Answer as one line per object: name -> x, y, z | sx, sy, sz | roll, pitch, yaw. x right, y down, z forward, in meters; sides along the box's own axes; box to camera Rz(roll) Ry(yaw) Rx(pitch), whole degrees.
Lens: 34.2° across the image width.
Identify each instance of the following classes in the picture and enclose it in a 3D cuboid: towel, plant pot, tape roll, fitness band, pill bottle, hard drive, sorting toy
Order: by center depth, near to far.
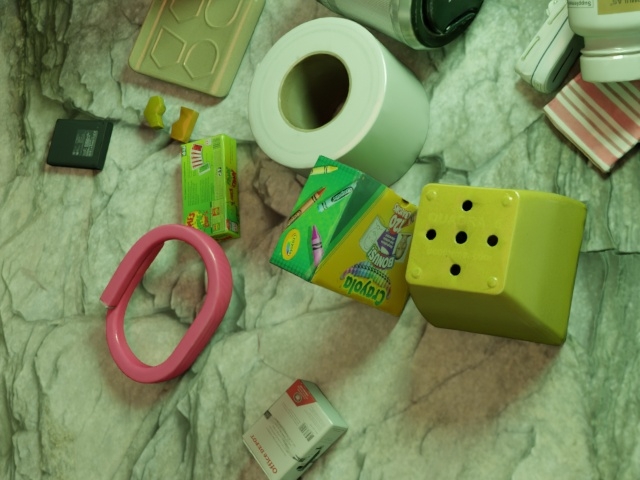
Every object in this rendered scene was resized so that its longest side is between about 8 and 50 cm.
pill bottle -> 0.402, -0.336, 1.415 | 0.131, 0.131, 0.229 | 3, 108, 30
plant pot -> 0.230, 0.018, 1.460 | 0.212, 0.187, 0.212 | 7, 81, 31
towel -> 0.436, -0.208, 1.499 | 0.197, 0.029, 0.144 | -45, 60, 15
tape roll -> 0.030, -0.207, 1.645 | 0.246, 0.169, 0.246 | -8, 74, 27
fitness band -> -0.268, 0.107, 1.772 | 0.209, 0.054, 0.290 | 43, 109, 25
sorting toy -> -0.244, -0.338, 1.916 | 0.229, 0.041, 0.307 | 21, 88, 28
hard drive -> -0.465, -0.186, 2.006 | 0.135, 0.022, 0.094 | 7, 81, 31

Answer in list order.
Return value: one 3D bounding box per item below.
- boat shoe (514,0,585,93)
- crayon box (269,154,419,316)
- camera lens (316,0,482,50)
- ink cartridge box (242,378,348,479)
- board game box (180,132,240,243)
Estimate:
boat shoe -> 0.365, -0.330, 1.536 | 0.076, 0.083, 0.226 | 39, 98, 30
crayon box -> 0.059, 0.001, 1.508 | 0.081, 0.278, 0.165 | 25, 90, 33
camera lens -> 0.115, -0.437, 1.627 | 0.274, 0.219, 0.219 | 32, 94, 32
ink cartridge box -> -0.040, 0.298, 1.615 | 0.135, 0.056, 0.099 | -46, 59, 11
board game box -> -0.192, -0.087, 1.812 | 0.092, 0.043, 0.181 | -13, 71, 27
